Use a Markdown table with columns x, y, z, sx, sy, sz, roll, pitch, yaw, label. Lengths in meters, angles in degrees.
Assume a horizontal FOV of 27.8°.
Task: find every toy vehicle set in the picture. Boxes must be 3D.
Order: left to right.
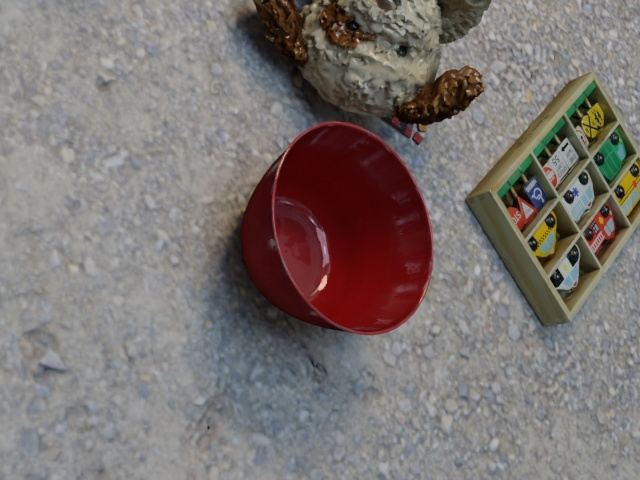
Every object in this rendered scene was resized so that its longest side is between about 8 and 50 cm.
| x | y | z | sx | sy | sz | roll | pitch | yaw | label |
| --- | --- | --- | --- | --- | --- | --- | --- | --- | --- |
| 0.271 | -0.050 | 1.405 | 0.166 | 0.035 | 0.267 | 56 | 48 | -13 | toy vehicle set |

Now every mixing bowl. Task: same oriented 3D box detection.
| x | y | z | sx | sy | sz | roll | pitch | yaw | label |
| --- | --- | --- | --- | --- | --- | --- | --- | --- | --- |
| 0.000 | 0.000 | 1.102 | 0.181 | 0.098 | 0.181 | 14 | 67 | -38 | mixing bowl |

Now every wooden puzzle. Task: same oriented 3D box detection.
| x | y | z | sx | sy | sz | roll | pitch | yaw | label |
| --- | --- | --- | --- | --- | --- | --- | --- | --- | --- |
| 0.078 | -0.134 | 1.277 | 0.083 | 0.006 | 0.049 | 33 | 57 | -30 | wooden puzzle |

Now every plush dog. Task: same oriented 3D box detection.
| x | y | z | sx | sy | sz | roll | pitch | yaw | label |
| --- | --- | --- | --- | --- | --- | --- | --- | --- | --- |
| 0.057 | -0.222 | 1.200 | 0.262 | 0.210 | 0.225 | 24 | 73 | -3 | plush dog |
